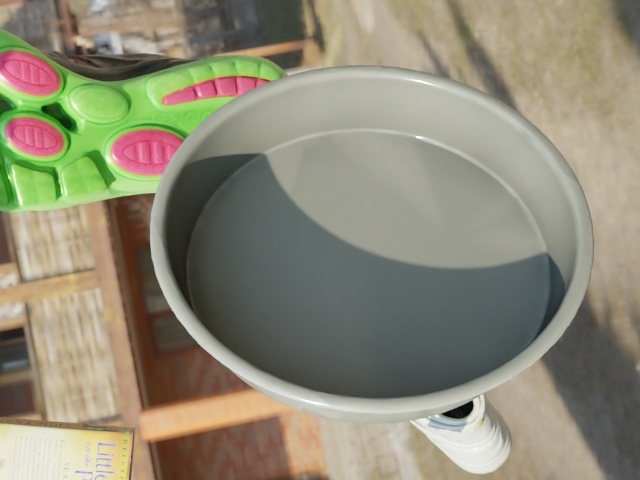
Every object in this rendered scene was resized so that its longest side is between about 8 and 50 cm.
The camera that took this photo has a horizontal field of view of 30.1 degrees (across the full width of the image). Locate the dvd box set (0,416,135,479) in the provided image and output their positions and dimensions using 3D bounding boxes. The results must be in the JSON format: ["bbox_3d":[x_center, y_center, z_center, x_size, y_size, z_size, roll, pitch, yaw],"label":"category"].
[{"bbox_3d":[-0.523,0.438,1.931,0.062,0.420,0.307,-148,62,-85],"label":"dvd box set"}]

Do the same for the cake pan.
[{"bbox_3d":[0.034,0.000,0.806,0.054,0.293,0.293,91,167,-52],"label":"cake pan"}]

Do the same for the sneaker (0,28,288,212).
[{"bbox_3d":[-0.259,-0.114,1.214,0.202,0.483,0.185,-1,86,62],"label":"sneaker"}]

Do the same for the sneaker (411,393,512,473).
[{"bbox_3d":[0.087,0.132,1.343,0.292,0.108,0.169,35,168,31],"label":"sneaker"}]
